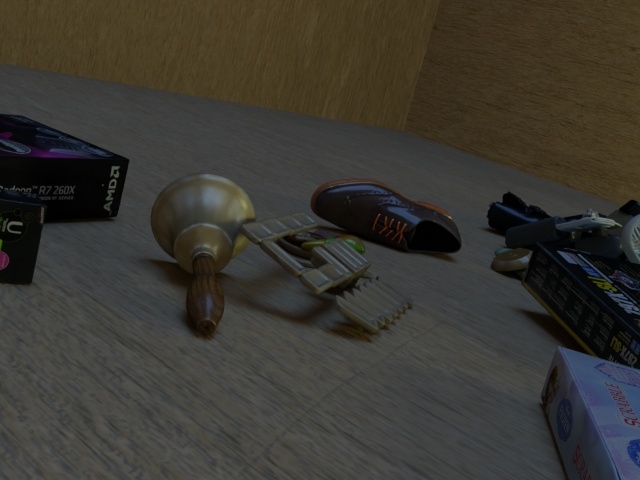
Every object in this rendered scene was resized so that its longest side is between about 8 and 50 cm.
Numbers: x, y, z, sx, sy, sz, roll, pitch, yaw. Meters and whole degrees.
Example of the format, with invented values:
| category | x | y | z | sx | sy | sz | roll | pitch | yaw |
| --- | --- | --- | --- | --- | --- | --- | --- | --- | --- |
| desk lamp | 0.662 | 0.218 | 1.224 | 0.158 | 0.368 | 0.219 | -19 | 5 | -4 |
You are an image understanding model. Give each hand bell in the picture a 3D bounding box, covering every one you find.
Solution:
| category | x | y | z | sx | sy | sz | roll | pitch | yaw |
| --- | --- | --- | --- | --- | --- | --- | --- | --- | --- |
| hand bell | -0.128 | 0.032 | 0.997 | 0.126 | 0.126 | 0.242 | 12 | 26 | -13 |

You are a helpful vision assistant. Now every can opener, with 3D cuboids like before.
| category | x | y | z | sx | sy | sz | roll | pitch | yaw |
| --- | --- | --- | --- | --- | --- | --- | --- | --- | --- |
| can opener | 0.451 | -0.004 | 1.717 | 0.074 | 0.093 | 0.280 | 12 | -9 | -24 |

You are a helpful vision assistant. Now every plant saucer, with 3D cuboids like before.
| category | x | y | z | sx | sy | sz | roll | pitch | yaw |
| --- | --- | --- | --- | --- | --- | --- | --- | --- | --- |
| plant saucer | 0.336 | 0.031 | 1.586 | 0.084 | 0.015 | 0.083 | -14 | 14 | 4 |

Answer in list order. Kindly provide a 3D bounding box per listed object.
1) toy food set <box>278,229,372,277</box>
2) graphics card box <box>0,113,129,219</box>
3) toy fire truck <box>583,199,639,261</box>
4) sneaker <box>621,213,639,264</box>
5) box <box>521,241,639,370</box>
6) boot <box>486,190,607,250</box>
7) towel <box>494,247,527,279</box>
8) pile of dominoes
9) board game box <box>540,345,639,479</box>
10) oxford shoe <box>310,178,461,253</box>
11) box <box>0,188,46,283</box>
| category | x | y | z | sx | sy | sz | roll | pitch | yaw |
| --- | --- | --- | --- | --- | --- | --- | --- | --- | --- |
| toy food set | 0.000 | 0.000 | 1.360 | 0.133 | 0.038 | 0.192 | 11 | 13 | -19 |
| graphics card box | -0.452 | -0.097 | 1.135 | 0.233 | 0.094 | 0.371 | 22 | 13 | 30 |
| toy fire truck | 0.650 | 0.057 | 1.714 | 0.246 | 0.159 | 0.217 | 55 | -2 | -21 |
| sneaker | 0.644 | 0.082 | 1.513 | 0.350 | 0.131 | 0.148 | 36 | -6 | 7 |
| box | 0.455 | 0.116 | 1.228 | 0.257 | 0.079 | 0.322 | 9 | 20 | -17 |
| boot | 0.499 | -0.044 | 2.010 | 0.207 | 0.094 | 0.247 | 27 | 23 | 31 |
| towel | 0.463 | 0.081 | 1.557 | 0.248 | 0.038 | 0.325 | 12 | 13 | -10 |
| pile of dominoes | 0.009 | 0.045 | 1.123 | 0.196 | 0.040 | 0.251 | 40 | 15 | 10 |
| board game box | 0.373 | 0.212 | 0.801 | 0.318 | 0.065 | 0.318 | 16 | 13 | 4 |
| oxford shoe | 0.117 | -0.038 | 1.548 | 0.272 | 0.096 | 0.098 | 11 | 19 | -16 |
| box | -0.315 | -0.006 | 0.908 | 0.062 | 0.083 | 0.052 | 7 | 13 | -30 |
